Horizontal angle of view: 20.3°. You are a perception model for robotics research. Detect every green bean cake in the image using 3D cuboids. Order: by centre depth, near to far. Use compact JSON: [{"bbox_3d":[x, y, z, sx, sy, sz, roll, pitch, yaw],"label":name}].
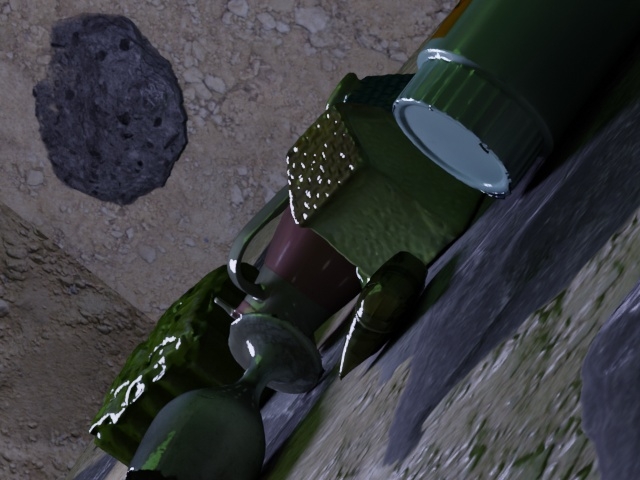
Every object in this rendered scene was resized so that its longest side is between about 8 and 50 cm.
[{"bbox_3d":[-0.157,0.168,2.301,0.250,0.156,0.247,-48,8,29],"label":"green bean cake"}]

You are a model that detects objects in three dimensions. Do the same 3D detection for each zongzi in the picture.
[{"bbox_3d":[0.058,0.074,1.758,0.113,0.052,0.104,-63,-9,29],"label":"zongzi"}]

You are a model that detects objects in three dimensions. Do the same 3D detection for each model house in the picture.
[{"bbox_3d":[0.066,-0.076,1.911,0.195,0.189,0.214,-43,11,43],"label":"model house"}]

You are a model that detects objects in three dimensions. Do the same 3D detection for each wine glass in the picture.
[{"bbox_3d":[-0.101,0.191,1.860,0.126,0.126,0.241,-45,7,49],"label":"wine glass"}]

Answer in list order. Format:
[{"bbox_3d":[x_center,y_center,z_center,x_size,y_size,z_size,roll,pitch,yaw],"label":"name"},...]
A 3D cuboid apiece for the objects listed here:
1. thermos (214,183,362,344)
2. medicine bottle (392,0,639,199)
[{"bbox_3d":[0.000,0.000,2.068,0.265,0.176,0.146,-53,32,-3],"label":"thermos"},{"bbox_3d":[0.213,-0.205,1.701,0.318,0.158,0.158,-52,6,-15],"label":"medicine bottle"}]
